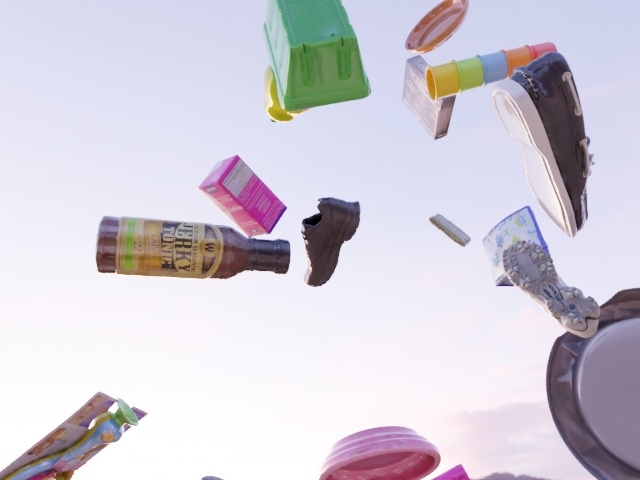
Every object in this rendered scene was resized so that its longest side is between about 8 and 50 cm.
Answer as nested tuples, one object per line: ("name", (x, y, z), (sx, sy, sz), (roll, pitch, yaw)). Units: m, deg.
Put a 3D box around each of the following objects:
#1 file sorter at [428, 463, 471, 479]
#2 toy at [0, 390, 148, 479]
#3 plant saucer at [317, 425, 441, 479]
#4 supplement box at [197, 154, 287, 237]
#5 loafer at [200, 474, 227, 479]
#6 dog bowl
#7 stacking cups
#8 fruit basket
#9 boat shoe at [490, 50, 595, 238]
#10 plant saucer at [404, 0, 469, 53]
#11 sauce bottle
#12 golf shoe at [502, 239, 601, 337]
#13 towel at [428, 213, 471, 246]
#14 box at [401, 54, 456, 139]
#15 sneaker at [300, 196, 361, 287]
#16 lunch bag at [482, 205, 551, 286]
("file sorter", (0.207, 0.535, 0.719), (0.202, 0.182, 0.291), (-29, -76, 1))
("toy", (-0.309, 0.279, 0.557), (0.237, 0.056, 0.137), (-42, -25, -16))
("plant saucer", (0.152, 0.588, 1.327), (0.331, 0.084, 0.332), (-6, -43, -5))
("supplement box", (-0.219, -0.122, 1.412), (0.111, 0.114, 0.220), (-9, -47, 47))
("loafer", (-0.214, 0.584, 1.139), (0.147, 0.050, 0.056), (5, -7, 28))
("dog bowl", (0.558, 0.257, 0.823), (0.348, 0.349, 0.102), (-15, -23, 13))
("stacking cups", (0.430, -0.431, 1.242), (0.315, 0.096, 0.096), (-13, -33, 4))
("fruit basket", (-0.036, -0.485, 1.386), (0.282, 0.392, 0.392), (-11, -33, -5))
("boat shoe", (0.342, -0.122, 0.705), (0.091, 0.114, 0.302), (-35, -50, 8))
("plant saucer", (0.318, -0.577, 1.338), (0.199, 0.200, 0.037), (-31, -58, 33))
("sauce bottle", (-0.228, 0.018, 0.920), (0.343, 0.112, 0.111), (3, -34, -17))
("golf shoe", (0.336, 0.076, 0.734), (0.069, 0.176, 0.086), (-35, -45, 9))
("towel", (0.425, -0.034, 1.622), (0.027, 0.148, 0.110), (-57, -18, 24))
("box", (0.363, -0.487, 1.688), (0.056, 0.231, 0.183), (-23, -31, -11))
("sneaker", (0.000, 0.000, 1.290), (0.130, 0.109, 0.287), (17, -59, -13))
("lunch bag", (0.442, 0.015, 1.098), (0.096, 0.129, 0.151), (-1, -32, -12))
